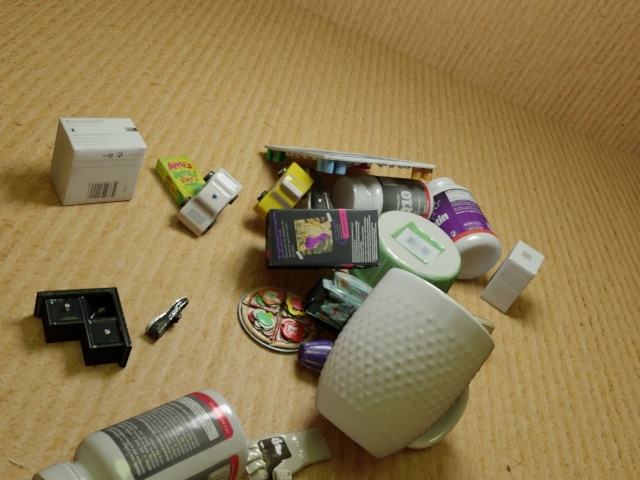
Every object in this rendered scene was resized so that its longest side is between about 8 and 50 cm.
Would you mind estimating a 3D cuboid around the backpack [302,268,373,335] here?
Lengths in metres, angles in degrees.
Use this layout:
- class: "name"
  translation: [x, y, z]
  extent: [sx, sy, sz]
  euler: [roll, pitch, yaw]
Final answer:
- class: "backpack"
  translation: [0.069, 0.163, 1.554]
  extent: [0.188, 0.144, 0.166]
  euler: [40, 1, -6]

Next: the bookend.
- class: "bookend"
  translation: [-0.473, 0.176, 1.290]
  extent: [0.157, 0.072, 0.156]
  euler: [-1, 46, -32]

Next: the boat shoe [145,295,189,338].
- class: "boat shoe"
  translation: [-0.325, 0.168, 1.414]
  extent: [0.038, 0.046, 0.125]
  euler: [36, 41, 11]

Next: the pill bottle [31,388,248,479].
- class: "pill bottle"
  translation: [-0.294, 0.381, 1.077]
  extent: [0.318, 0.176, 0.176]
  euler: [-15, 54, -42]

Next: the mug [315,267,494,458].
- class: "mug"
  translation: [0.182, 0.299, 1.377]
  extent: [0.374, 0.328, 0.276]
  euler: [46, -12, -31]

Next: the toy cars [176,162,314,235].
- class: "toy cars"
  translation: [-0.183, -0.120, 1.708]
  extent: [0.393, 0.087, 0.176]
  euler: [-7, 82, -24]

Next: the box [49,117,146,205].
- class: "box"
  translation: [-0.545, -0.194, 1.587]
  extent: [0.181, 0.182, 0.119]
  euler: [-9, 51, -38]

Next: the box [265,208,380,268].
- class: "box"
  translation: [0.000, 0.000, 1.626]
  extent: [0.270, 0.165, 0.143]
  euler: [0, 84, -8]

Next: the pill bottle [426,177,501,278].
- class: "pill bottle"
  translation: [0.421, -0.047, 2.020]
  extent: [0.181, 0.181, 0.323]
  euler: [8, 41, -25]

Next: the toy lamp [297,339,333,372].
- class: "toy lamp"
  translation: [0.081, 0.280, 1.510]
  extent: [0.274, 0.080, 0.080]
  euler: [11, 40, -21]

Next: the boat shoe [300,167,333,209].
- class: "boat shoe"
  translation: [0.002, -0.069, 1.840]
  extent: [0.095, 0.112, 0.335]
  euler: [6, 48, -14]

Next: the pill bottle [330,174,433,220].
- class: "pill bottle"
  translation: [0.186, -0.115, 1.969]
  extent: [0.283, 0.161, 0.161]
  euler: [1, 45, -30]

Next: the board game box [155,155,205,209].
- class: "board game box"
  translation: [-0.367, -0.154, 1.766]
  extent: [0.092, 0.043, 0.181]
  euler: [-11, 52, -40]

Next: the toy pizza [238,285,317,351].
- class: "toy pizza"
  translation: [-0.097, 0.180, 1.554]
  extent: [0.201, 0.032, 0.201]
  euler: [17, 39, -14]

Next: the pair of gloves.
- class: "pair of gloves"
  translation: [-0.040, 0.471, 1.242]
  extent: [0.204, 0.042, 0.240]
  euler: [1, 46, -32]

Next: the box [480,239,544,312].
- class: "box"
  translation: [0.573, 0.108, 1.941]
  extent: [0.091, 0.170, 0.130]
  euler: [35, 38, 11]

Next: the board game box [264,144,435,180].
- class: "board game box"
  translation: [0.081, -0.238, 1.978]
  extent: [0.390, 0.050, 0.390]
  euler: [0, 11, -32]

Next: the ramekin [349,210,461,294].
- class: "ramekin"
  translation: [0.243, 0.056, 1.814]
  extent: [0.303, 0.148, 0.303]
  euler: [17, 38, -14]

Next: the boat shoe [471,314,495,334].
- class: "boat shoe"
  translation: [0.321, 0.237, 1.706]
  extent: [0.302, 0.109, 0.098]
  euler: [10, 80, -23]
